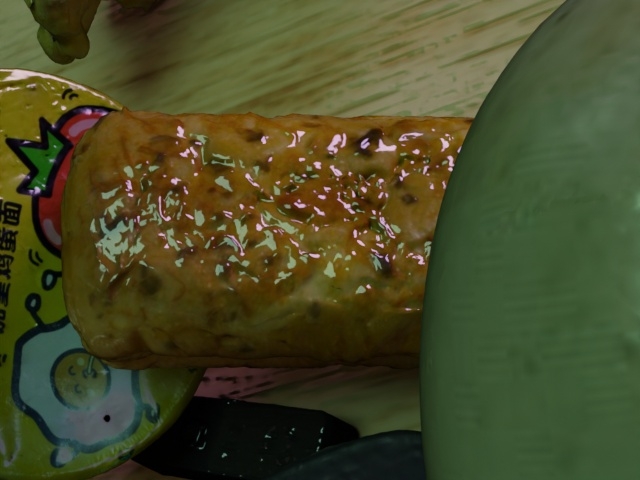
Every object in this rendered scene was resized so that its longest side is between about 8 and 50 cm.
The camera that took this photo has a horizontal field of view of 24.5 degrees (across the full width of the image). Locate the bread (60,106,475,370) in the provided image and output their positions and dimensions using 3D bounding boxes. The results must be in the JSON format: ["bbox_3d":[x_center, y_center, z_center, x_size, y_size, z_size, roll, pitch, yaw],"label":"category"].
[{"bbox_3d":[0.000,0.000,0.609,0.211,0.083,0.114,0,65,-3],"label":"bread"}]

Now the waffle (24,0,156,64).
[{"bbox_3d":[-0.065,-0.257,0.754,0.324,0.151,0.261,-19,93,22],"label":"waffle"}]

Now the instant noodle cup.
[{"bbox_3d":[-0.157,0.028,0.689,0.144,0.182,0.182,-23,50,56],"label":"instant noodle cup"}]

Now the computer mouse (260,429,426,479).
[{"bbox_3d":[-0.003,0.142,0.589,0.192,0.062,0.106,-26,69,21],"label":"computer mouse"}]

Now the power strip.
[{"bbox_3d":[-0.038,0.093,0.672,0.111,0.029,0.038,1,67,35],"label":"power strip"}]

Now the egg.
[{"bbox_3d":[0.135,0.044,0.456,0.218,0.218,0.295,10,79,38],"label":"egg"}]
